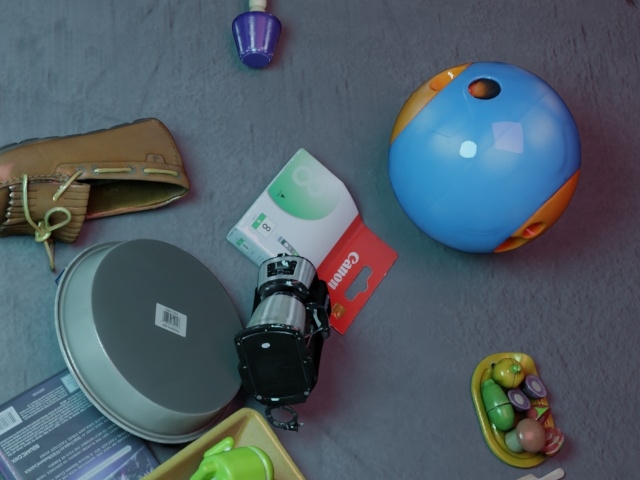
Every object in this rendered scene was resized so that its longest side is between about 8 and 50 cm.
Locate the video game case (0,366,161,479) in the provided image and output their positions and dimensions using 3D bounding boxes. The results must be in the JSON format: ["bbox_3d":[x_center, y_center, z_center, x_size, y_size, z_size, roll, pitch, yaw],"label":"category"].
[{"bbox_3d":[-0.288,0.299,1.663,0.274,0.026,0.196,55,39,3],"label":"video game case"}]

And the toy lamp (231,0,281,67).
[{"bbox_3d":[-0.097,-0.396,2.064,0.080,0.080,0.274,12,62,-21],"label":"toy lamp"}]

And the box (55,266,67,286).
[{"bbox_3d":[-0.288,0.110,1.762,0.059,0.054,0.169,-21,79,-31],"label":"box"}]

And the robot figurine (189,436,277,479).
[{"bbox_3d":[-0.105,0.293,1.645,0.115,0.067,0.101,-6,53,-46],"label":"robot figurine"}]

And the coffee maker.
[{"bbox_3d":[-0.052,0.133,1.805,0.120,0.171,0.178,14,33,0],"label":"coffee maker"}]

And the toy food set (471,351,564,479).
[{"bbox_3d":[0.309,0.264,1.973,0.128,0.071,0.217,-8,72,-28],"label":"toy food set"}]

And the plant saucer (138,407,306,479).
[{"bbox_3d":[-0.110,0.420,1.659,0.333,0.081,0.333,55,40,4],"label":"plant saucer"}]

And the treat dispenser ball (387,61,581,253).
[{"bbox_3d":[0.245,-0.124,1.981,0.288,0.288,0.288,10,65,-22],"label":"treat dispenser ball"}]

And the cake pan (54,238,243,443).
[{"bbox_3d":[-0.211,0.120,1.738,0.293,0.054,0.293,28,45,-32],"label":"cake pan"}]

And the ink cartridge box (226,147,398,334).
[{"bbox_3d":[0.000,0.000,1.952,0.225,0.056,0.181,39,58,-3],"label":"ink cartridge box"}]

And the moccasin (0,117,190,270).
[{"bbox_3d":[-0.348,-0.053,1.767,0.380,0.139,0.147,-15,67,-40],"label":"moccasin"}]
